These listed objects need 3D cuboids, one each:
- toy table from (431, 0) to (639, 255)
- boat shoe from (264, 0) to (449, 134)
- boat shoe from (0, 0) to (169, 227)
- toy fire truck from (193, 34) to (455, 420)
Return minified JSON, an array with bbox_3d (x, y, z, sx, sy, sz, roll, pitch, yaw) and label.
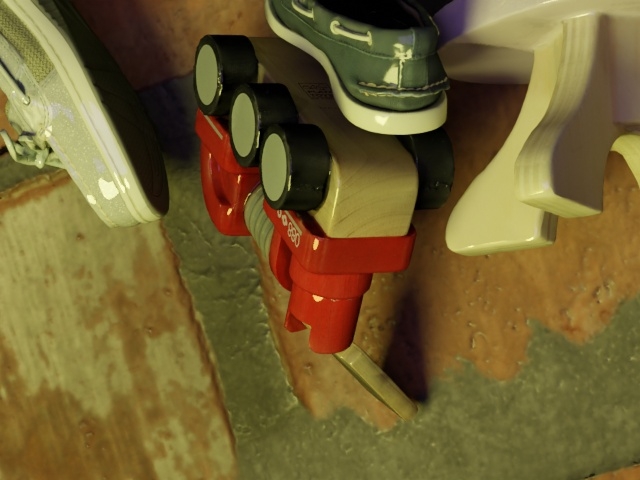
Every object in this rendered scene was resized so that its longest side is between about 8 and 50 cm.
[{"bbox_3d":[0.196,-0.083,1.165,0.274,0.252,0.161,-13,74,45],"label":"toy table"},{"bbox_3d":[0.021,-0.155,1.222,0.095,0.254,0.079,-3,119,-12],"label":"boat shoe"},{"bbox_3d":[-0.222,-0.131,1.360,0.103,0.118,0.320,-37,77,8],"label":"boat shoe"},{"bbox_3d":[0.000,0.000,1.279,0.217,0.158,0.246,-127,41,-52],"label":"toy fire truck"}]
